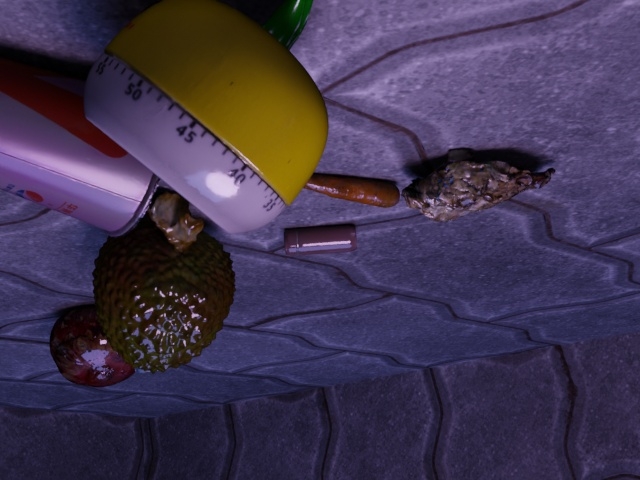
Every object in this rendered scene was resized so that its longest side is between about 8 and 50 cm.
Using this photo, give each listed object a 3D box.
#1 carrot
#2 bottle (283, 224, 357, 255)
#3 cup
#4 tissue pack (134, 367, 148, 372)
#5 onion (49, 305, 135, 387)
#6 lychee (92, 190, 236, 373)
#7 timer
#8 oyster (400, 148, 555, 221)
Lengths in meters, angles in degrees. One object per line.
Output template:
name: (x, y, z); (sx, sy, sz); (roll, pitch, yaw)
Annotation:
carrot: (0.046, -0.086, 1.533); (0.191, 0.047, 0.047); (6, 160, -22)
bottle: (0.000, 0.000, 1.766); (0.140, 0.053, 0.053); (-4, 162, 1)
cup: (-0.355, -0.135, 1.115); (0.289, 0.203, 0.203); (17, 154, -34)
tissue pack: (-0.375, 0.193, 2.085); (0.089, 0.177, 0.263); (3, 160, -18)
onion: (-0.550, 0.265, 2.257); (0.247, 0.190, 0.246); (-7, 145, -5)
lychee: (-0.279, 0.080, 1.618); (0.270, 0.319, 0.270); (31, -176, -2)
timer: (-0.092, -0.171, 1.001); (0.285, 0.285, 0.285); (-3, 162, -1)
oyster: (0.252, -0.087, 1.502); (0.260, 0.092, 0.198); (5, 164, -33)
